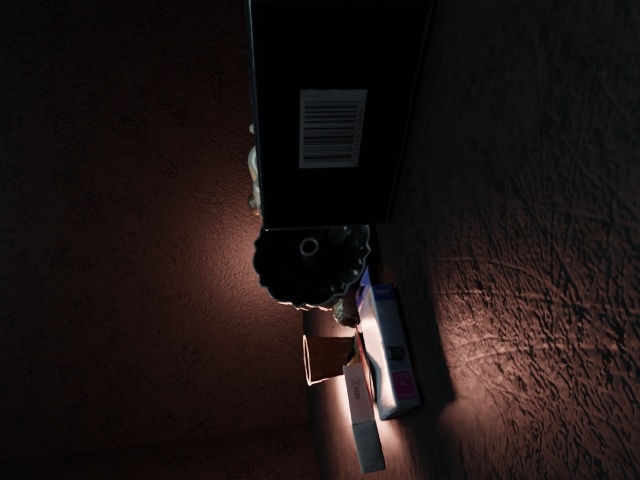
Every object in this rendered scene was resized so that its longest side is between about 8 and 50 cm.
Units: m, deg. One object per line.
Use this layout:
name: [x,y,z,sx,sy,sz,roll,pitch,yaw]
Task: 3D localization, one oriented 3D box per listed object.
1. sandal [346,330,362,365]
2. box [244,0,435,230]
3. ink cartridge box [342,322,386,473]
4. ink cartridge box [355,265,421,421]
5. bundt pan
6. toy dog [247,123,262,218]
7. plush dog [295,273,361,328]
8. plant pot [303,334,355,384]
sandal: [0.106,0.370,1.396,0.072,0.048,0.180,-118,25,-71]
box: [-0.008,-0.356,0.972,0.480,0.297,0.472,94,171,-45]
ink cartridge box: [0.100,0.395,1.161,0.296,0.066,0.261,-97,-4,-79]
ink cartridge box: [0.144,0.231,1.007,0.186,0.065,0.311,98,163,-60]
bundt pan: [-0.009,0.039,1.197,0.124,0.330,0.331,53,-154,-60]
toy dog: [-0.146,-0.183,1.570,0.395,0.284,0.408,43,164,2]
plush dog: [0.025,0.143,1.390,0.211,0.262,0.225,-62,4,-25]
plant pot: [0.032,0.402,1.528,0.167,0.165,0.167,176,90,-81]
